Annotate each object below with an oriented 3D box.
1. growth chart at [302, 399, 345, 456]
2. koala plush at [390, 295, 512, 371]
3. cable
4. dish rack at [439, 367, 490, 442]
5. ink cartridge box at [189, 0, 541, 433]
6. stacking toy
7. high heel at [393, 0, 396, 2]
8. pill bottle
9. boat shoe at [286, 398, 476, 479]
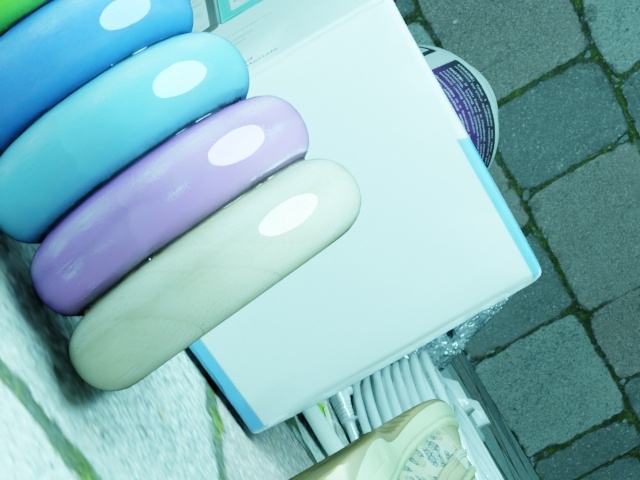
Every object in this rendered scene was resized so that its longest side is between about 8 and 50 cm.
[{"bbox_3d":[-0.029,0.066,1.043,0.172,0.021,0.237,58,7,-35],"label":"growth chart"},{"bbox_3d":[0.084,0.039,1.544,0.221,0.203,0.196,42,-10,1],"label":"koala plush"},{"bbox_3d":[0.114,0.221,1.173,0.257,0.089,0.257,63,6,29],"label":"cable"},{"bbox_3d":[0.125,0.144,1.773,0.333,0.072,0.285,61,6,19],"label":"dish rack"},{"bbox_3d":[-0.021,-0.063,0.845,0.198,0.197,0.270,57,7,-26],"label":"ink cartridge box"},{"bbox_3d":[-0.129,-0.105,0.561,0.330,0.141,0.141,54,6,1],"label":"stacking toy"},{"bbox_3d":[0.001,-0.201,1.438,0.377,0.181,0.127,117,-40,-74],"label":"high heel"},{"bbox_3d":[0.071,-0.101,1.398,0.181,0.181,0.323,60,33,-1],"label":"pill bottle"},{"bbox_3d":[0.034,0.156,0.760,0.089,0.104,0.285,59,15,8],"label":"boat shoe"}]
